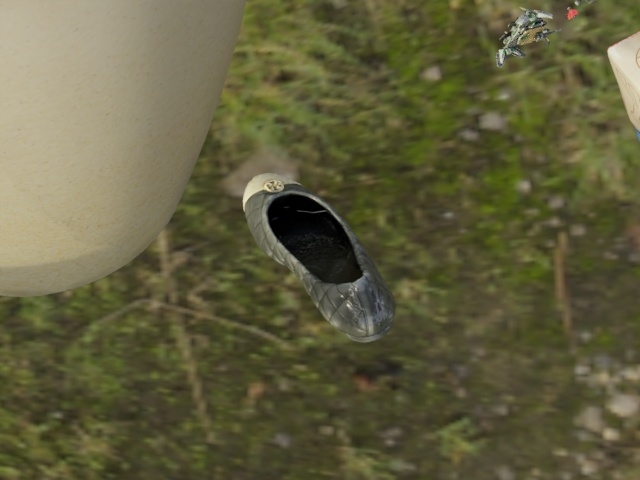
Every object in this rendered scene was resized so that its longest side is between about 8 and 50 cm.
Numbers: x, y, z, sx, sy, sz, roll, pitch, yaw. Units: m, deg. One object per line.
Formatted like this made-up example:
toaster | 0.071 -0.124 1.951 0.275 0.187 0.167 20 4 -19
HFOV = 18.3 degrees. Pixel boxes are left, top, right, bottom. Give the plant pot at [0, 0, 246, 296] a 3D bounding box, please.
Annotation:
plant pot | -0.129 -0.108 0.739 0.257 0.274 0.256 -2 54 3

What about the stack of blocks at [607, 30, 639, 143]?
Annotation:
stack of blocks | 0.232 0.041 0.784 0.087 0.297 0.171 -27 130 -1

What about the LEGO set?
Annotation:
LEGO set | 0.154 -0.156 1.402 0.083 0.054 0.023 -32 68 -3

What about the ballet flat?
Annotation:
ballet flat | 0.000 0.000 1.235 0.057 0.173 0.049 -22 129 -17
